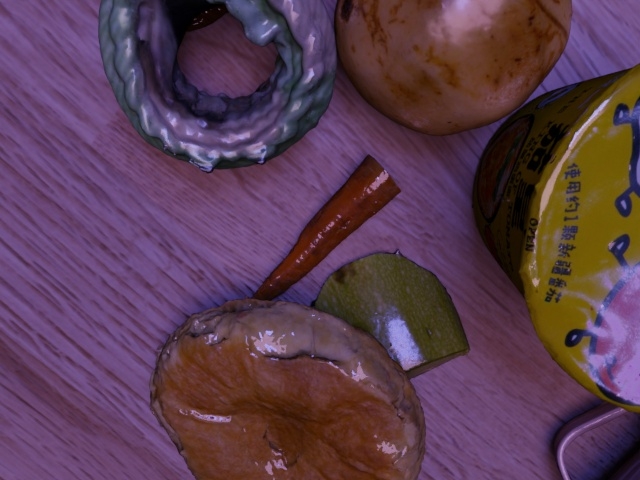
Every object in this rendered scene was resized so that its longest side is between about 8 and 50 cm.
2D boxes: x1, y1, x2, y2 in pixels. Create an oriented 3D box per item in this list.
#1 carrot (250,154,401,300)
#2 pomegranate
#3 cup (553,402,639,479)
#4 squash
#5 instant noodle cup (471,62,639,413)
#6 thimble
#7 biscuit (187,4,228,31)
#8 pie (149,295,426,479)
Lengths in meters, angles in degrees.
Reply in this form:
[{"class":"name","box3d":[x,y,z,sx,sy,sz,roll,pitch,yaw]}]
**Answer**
[{"class":"carrot","box3d":[0.000,0.000,0.646,0.057,0.057,0.224,41,102,-13]},{"class":"pomegranate","box3d":[0.127,-0.206,0.529,0.215,0.215,0.216,-1,105,-4]},{"class":"cup","box3d":[0.459,0.337,0.685,0.288,0.208,0.273,39,100,-14]},{"class":"squash","box3d":[0.078,0.114,0.661,0.191,0.085,0.184,-27,106,2]},{"class":"instant noodle cup","box3d":[0.311,-0.032,0.551,0.325,0.254,0.326,-1,106,-3]},{"class":"thimble","box3d":[-0.093,-0.182,0.520,0.218,0.150,0.219,-2,120,-3]},{"class":"biscuit","box3d":[-0.155,-0.312,0.561,0.187,0.027,0.188,-1,104,-4]},{"class":"pie","box3d":[-0.041,0.212,0.644,0.339,0.083,0.340,6,116,12]}]
